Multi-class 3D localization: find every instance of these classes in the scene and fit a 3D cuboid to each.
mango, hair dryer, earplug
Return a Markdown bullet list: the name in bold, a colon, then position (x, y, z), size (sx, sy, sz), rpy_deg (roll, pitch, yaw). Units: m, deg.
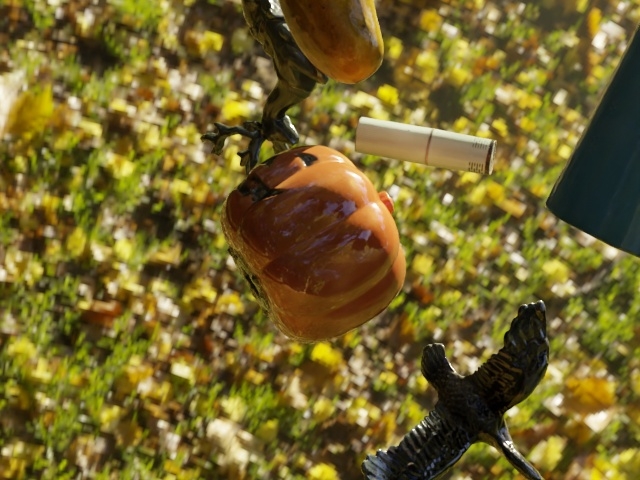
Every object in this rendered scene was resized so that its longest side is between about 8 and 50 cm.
- **mango**: position (0.008, -0.241, 1.351), size (0.090, 0.115, 0.178), rpy_deg (-18, 92, -25)
- **hair dryer**: position (0.129, -0.107, 1.557), size (0.155, 0.044, 0.183), rpy_deg (12, 5, 10)
- **earplug**: position (0.307, -0.126, 1.158), size (0.132, 0.273, 0.132), rpy_deg (21, 12, -5)

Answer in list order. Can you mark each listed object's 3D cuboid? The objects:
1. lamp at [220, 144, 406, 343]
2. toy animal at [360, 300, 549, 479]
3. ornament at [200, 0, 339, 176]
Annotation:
- **lamp**: position (0.000, 0.000, 1.284), size (0.164, 0.187, 0.187), rpy_deg (-30, 66, -13)
- **toy animal**: position (0.193, 0.196, 1.543), size (0.197, 0.272, 0.160), rpy_deg (41, 8, -15)
- **ornament**: position (-0.078, -0.195, 1.666), size (0.080, 0.236, 0.202), rpy_deg (-10, 57, -38)
